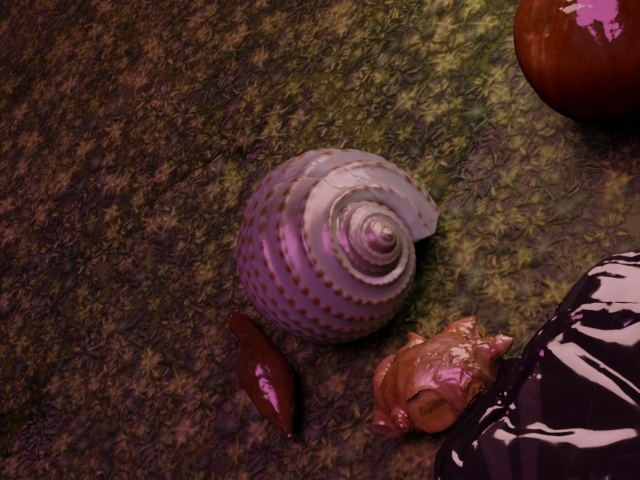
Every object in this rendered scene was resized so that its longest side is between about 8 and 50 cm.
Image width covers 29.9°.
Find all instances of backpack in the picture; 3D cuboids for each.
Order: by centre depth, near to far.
[{"bbox_3d":[0.327,0.181,1.175,0.363,0.255,0.446,15,57,38],"label":"backpack"}]

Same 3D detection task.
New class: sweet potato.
[{"bbox_3d":[-0.085,0.171,1.681,0.075,0.075,0.269,-42,40,9],"label":"sweet potato"}]

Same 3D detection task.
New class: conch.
[{"bbox_3d":[-0.005,-0.010,1.647,0.319,0.215,0.303,2,53,39],"label":"conch"}]

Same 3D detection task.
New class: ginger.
[{"bbox_3d":[0.150,0.169,1.472,0.216,0.102,0.157,-29,21,28],"label":"ginger"}]

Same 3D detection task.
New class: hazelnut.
[{"bbox_3d":[0.356,-0.257,1.518,0.251,0.217,0.217,10,69,51],"label":"hazelnut"}]
